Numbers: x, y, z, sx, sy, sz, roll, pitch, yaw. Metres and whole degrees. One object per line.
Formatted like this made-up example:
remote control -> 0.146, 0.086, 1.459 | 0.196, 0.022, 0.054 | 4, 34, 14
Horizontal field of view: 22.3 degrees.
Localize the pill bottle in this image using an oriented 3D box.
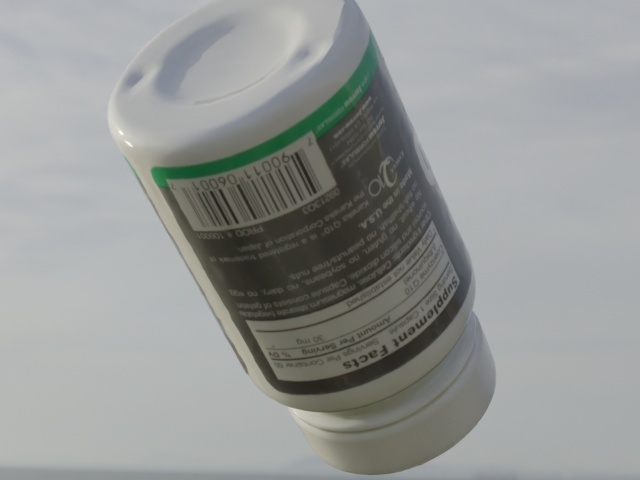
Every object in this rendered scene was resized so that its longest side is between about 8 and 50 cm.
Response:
pill bottle -> 0.000, 0.000, 1.251 | 0.204, 0.204, 0.361 | -3, -49, 30
